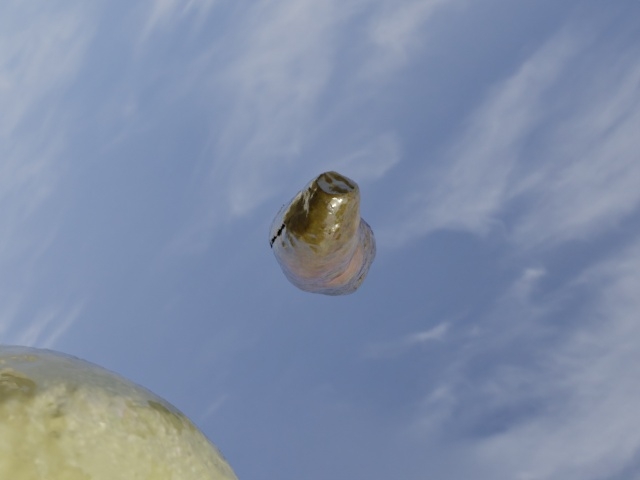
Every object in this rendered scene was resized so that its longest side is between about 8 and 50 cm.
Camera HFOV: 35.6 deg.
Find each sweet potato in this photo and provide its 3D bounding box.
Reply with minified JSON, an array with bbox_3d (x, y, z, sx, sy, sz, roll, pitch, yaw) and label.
[{"bbox_3d":[0.000,0.000,0.677,0.075,0.273,0.075,0,-95,4],"label":"sweet potato"}]

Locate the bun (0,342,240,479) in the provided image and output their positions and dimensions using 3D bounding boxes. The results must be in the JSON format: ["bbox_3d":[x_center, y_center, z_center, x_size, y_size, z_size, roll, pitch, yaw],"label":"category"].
[{"bbox_3d":[-0.199,0.243,0.531,0.364,0.364,0.202,-50,-165,10],"label":"bun"}]
